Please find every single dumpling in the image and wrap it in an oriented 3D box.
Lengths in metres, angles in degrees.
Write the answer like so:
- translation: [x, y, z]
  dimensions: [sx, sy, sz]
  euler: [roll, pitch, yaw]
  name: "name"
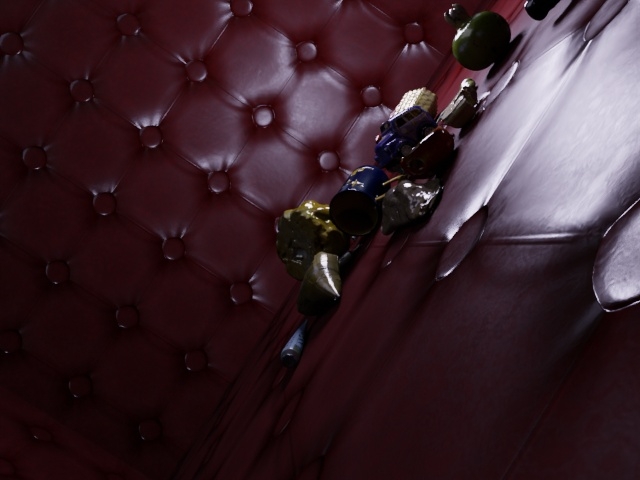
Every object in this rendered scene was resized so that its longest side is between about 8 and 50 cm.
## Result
- translation: [0.227, -0.111, 1.510]
  dimensions: [0.166, 0.086, 0.332]
  euler: [-60, 9, -13]
  name: "dumpling"

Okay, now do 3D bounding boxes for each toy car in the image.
- translation: [0.275, -0.342, 1.979]
  dimensions: [0.235, 0.158, 0.172]
  euler: [-34, -1, -16]
  name: "toy car"

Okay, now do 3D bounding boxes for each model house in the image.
- translation: [0.356, -0.468, 2.303]
  dimensions: [0.196, 0.160, 0.254]
  euler: [-58, 6, -25]
  name: "model house"

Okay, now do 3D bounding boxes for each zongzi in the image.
- translation: [0.003, 0.189, 1.873]
  dimensions: [0.256, 0.115, 0.228]
  euler: [-110, 37, -57]
  name: "zongzi"

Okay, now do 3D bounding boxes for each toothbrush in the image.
- translation: [0.416, -0.418, 2.067]
  dimensions: [0.026, 0.028, 0.294]
  euler: [-56, 3, -20]
  name: "toothbrush"

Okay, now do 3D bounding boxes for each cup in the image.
- translation: [0.189, -0.149, 2.085]
  dimensions: [0.256, 0.254, 0.178]
  euler: [-58, -34, -55]
  name: "cup"

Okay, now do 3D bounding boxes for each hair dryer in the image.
- translation: [0.066, 0.073, 2.021]
  dimensions: [0.197, 0.100, 0.057]
  euler: [-42, 44, -1]
  name: "hair dryer"

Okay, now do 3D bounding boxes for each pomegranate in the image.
- translation: [0.465, -0.611, 1.794]
  dimensions: [0.179, 0.210, 0.179]
  euler: [-56, -21, -35]
  name: "pomegranate"

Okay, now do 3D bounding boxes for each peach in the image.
- translation: [0.293, -0.227, 1.554]
  dimensions: [0.172, 0.092, 0.127]
  euler: [-38, -5, -31]
  name: "peach"

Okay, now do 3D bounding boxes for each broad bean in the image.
- translation: [0.466, -0.478, 1.868]
  dimensions: [0.063, 0.045, 0.083]
  euler: [-37, 24, 43]
  name: "broad bean"

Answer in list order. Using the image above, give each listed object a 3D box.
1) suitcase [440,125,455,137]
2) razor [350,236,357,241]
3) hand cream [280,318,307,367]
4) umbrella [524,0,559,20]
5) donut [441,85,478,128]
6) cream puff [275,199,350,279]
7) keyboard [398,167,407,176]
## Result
- translation: [0.323, -0.255, 1.677]
  dimensions: [0.126, 0.059, 0.086]
  euler: [-61, 5, -31]
  name: "suitcase"
- translation: [0.112, -0.003, 2.366]
  dimensions: [0.084, 0.036, 0.211]
  euler: [-56, 4, -28]
  name: "razor"
- translation: [-0.078, 0.330, 1.876]
  dimensions: [0.271, 0.058, 0.091]
  euler: [-57, -10, -77]
  name: "hand cream"
- translation: [0.583, -0.649, 1.302]
  dimensions: [0.358, 0.113, 0.106]
  euler: [128, 152, -49]
  name: "umbrella"
- translation: [0.390, -0.360, 1.640]
  dimensions: [0.108, 0.065, 0.166]
  euler: [-54, 5, 31]
  name: "donut"
- translation: [0.001, -0.001, 2.200]
  dimensions: [0.257, 0.291, 0.325]
  euler: [-23, -50, -46]
  name: "cream puff"
- translation: [0.323, -0.304, 2.091]
  dimensions: [0.176, 0.055, 0.014]
  euler: [-58, 14, -21]
  name: "keyboard"
